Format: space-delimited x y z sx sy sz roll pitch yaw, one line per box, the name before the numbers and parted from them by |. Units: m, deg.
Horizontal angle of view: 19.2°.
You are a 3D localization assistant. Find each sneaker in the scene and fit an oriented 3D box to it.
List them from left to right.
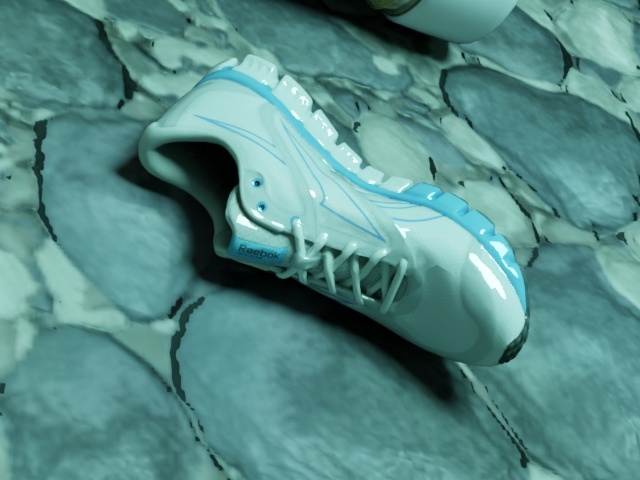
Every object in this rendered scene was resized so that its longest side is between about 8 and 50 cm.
sneaker | 0.000 0.000 0.803 0.190 0.071 0.083 35 40 18

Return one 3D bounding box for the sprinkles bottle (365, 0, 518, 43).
sprinkles bottle | -0.058 -0.210 0.955 0.355 0.121 0.121 18 37 -20
